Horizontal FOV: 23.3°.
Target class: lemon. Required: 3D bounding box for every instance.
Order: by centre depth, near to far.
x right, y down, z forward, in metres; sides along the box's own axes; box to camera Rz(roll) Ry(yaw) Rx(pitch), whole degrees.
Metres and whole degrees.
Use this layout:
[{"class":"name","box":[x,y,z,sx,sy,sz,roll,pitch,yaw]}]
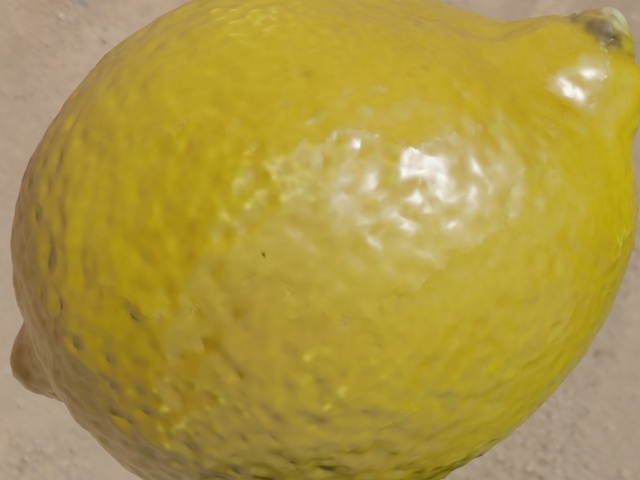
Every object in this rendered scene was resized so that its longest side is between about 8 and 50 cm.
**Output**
[{"class":"lemon","box":[0.000,0.000,0.525,0.244,0.187,0.187,-25,131,12]}]
